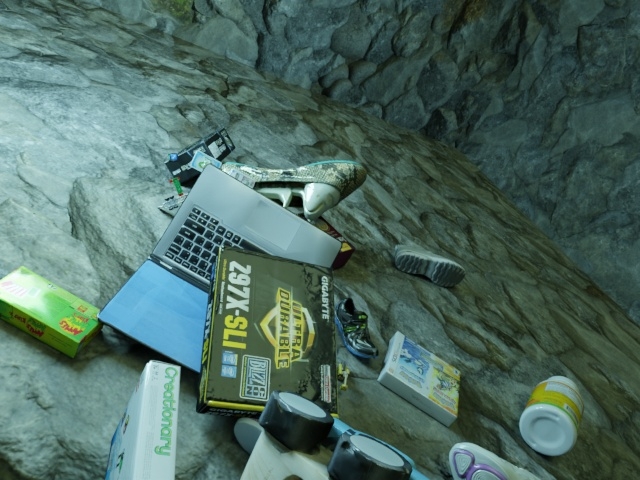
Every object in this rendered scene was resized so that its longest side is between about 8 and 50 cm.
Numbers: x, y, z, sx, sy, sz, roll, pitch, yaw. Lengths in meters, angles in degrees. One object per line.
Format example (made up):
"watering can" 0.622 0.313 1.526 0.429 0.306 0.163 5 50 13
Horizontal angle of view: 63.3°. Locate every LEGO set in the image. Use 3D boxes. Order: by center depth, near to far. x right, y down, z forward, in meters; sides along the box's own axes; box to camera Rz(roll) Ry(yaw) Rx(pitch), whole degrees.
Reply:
"LEGO set" -0.321 -0.136 1.413 0.244 0.183 0.060 27 -11 -28

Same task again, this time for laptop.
"laptop" -0.176 0.074 1.111 0.381 0.408 0.236 31 -12 -9

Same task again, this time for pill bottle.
"pill bottle" 0.635 0.463 1.410 0.136 0.136 0.245 42 29 19

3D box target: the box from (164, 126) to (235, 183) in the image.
"box" -0.359 -0.258 1.567 0.078 0.147 0.180 61 20 -19

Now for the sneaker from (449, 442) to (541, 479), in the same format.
"sneaker" 0.401 0.537 1.114 0.305 0.114 0.152 39 14 5

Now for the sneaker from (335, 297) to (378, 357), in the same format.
"sneaker" 0.091 0.221 1.322 0.067 0.078 0.188 9 36 -36

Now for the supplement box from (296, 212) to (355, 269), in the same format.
"supplement box" 0.000 0.000 1.591 0.188 0.081 0.104 44 30 22

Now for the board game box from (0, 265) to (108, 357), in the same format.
"board game box" -0.490 0.126 0.930 0.181 0.043 0.092 30 28 -3

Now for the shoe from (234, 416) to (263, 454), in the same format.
"shoe" -0.072 0.363 0.947 0.177 0.064 0.081 36 26 -3

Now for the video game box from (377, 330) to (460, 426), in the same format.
"video game box" 0.256 0.345 1.321 0.205 0.048 0.187 32 30 2

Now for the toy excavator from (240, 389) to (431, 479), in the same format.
"toy excavator" 0.133 0.433 0.816 0.432 0.223 0.445 20 -5 40

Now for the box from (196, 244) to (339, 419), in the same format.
"box" -0.096 0.184 1.022 0.256 0.079 0.322 13 55 -20

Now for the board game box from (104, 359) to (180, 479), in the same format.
"board game box" -0.242 0.337 0.673 0.053 0.193 0.305 18 31 -24

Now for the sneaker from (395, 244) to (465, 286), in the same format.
"sneaker" 0.389 0.073 1.837 0.281 0.105 0.115 21 29 -17

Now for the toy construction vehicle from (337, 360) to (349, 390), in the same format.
"toy construction vehicle" 0.025 0.292 1.185 0.085 0.035 0.098 26 28 -10

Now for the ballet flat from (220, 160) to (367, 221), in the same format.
"ballet flat" -0.100 -0.135 1.534 0.481 0.164 0.182 0 53 -2
